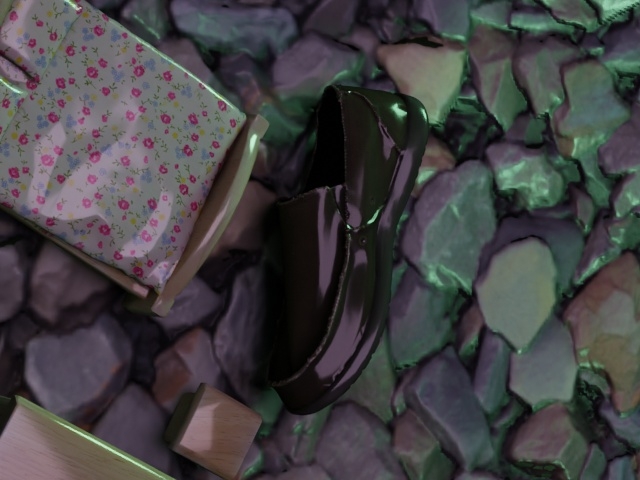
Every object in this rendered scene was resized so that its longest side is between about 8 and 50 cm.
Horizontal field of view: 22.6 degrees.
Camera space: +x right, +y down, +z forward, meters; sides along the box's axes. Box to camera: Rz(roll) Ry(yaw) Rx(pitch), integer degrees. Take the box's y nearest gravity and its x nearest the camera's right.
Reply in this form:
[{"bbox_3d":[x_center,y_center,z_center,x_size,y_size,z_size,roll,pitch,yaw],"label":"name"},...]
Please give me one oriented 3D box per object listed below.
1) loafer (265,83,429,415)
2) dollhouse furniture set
[{"bbox_3d":[0.000,0.000,1.000,0.078,0.080,0.220,24,69,-27],"label":"loafer"},{"bbox_3d":[-0.078,-0.007,0.884,0.303,0.174,0.355,35,73,-30],"label":"dollhouse furniture set"}]
